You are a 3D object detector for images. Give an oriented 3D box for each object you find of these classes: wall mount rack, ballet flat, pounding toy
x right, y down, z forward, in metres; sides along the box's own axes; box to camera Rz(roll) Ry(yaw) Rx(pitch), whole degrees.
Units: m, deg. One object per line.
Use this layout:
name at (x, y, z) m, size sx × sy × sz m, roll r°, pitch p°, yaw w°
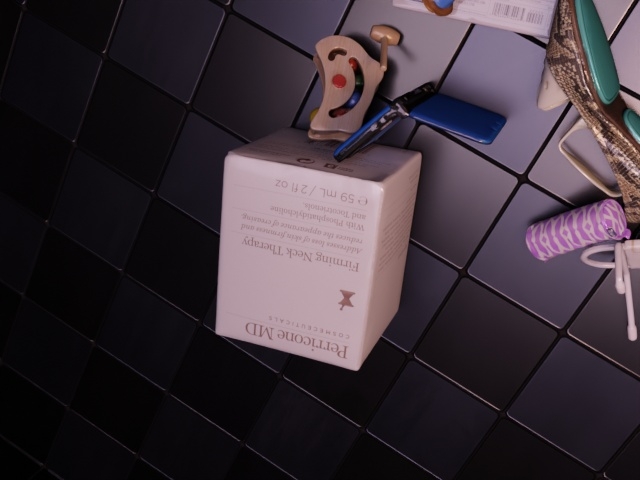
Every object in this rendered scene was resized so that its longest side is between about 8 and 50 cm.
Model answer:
wall mount rack at (0.691, 0.089, 1.447) m, size 0.350 × 0.304 × 0.130 m, roll -4°, pitch 66°, yaw 26°
ballet flat at (0.523, -0.236, 1.435) m, size 0.182 × 0.164 × 0.483 m, roll -27°, pitch 99°, yaw 40°
pounding toy at (0.048, -0.341, 1.542) m, size 0.154 × 0.155 × 0.269 m, roll 23°, pitch 80°, yaw -1°

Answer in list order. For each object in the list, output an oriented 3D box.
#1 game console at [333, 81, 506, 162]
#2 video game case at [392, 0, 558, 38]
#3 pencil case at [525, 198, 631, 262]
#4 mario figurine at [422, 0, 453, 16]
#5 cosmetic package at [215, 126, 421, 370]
game console at (0.201, -0.203, 1.476) m, size 0.250 × 0.293 × 0.173 m, roll -38°, pitch 91°, yaw 26°
video game case at (0.327, -0.575, 1.457) m, size 0.329 × 0.036 × 0.300 m, roll 17°, pitch 112°, yaw 15°
pencil case at (0.510, -0.018, 1.499) m, size 0.088 × 0.086 × 0.206 m, roll 43°, pitch 148°, yaw -19°
mario figurine at (0.338, -0.543, 1.399) m, size 0.320 × 0.170 × 0.198 m, roll -19°, pitch 135°, yaw 35°
cosmetic package at (0.000, 0.000, 1.595) m, size 0.329 × 0.327 × 0.394 m, roll 12°, pitch 111°, yaw 16°
